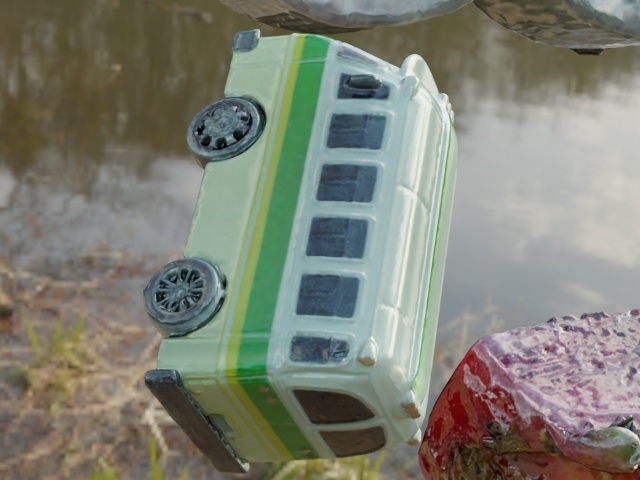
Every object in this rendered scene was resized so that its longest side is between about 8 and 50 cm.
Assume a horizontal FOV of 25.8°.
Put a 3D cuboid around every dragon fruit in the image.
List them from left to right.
[{"bbox_3d":[0.124,0.086,0.558,0.147,0.102,0.096,-8,36,-21],"label":"dragon fruit"}]

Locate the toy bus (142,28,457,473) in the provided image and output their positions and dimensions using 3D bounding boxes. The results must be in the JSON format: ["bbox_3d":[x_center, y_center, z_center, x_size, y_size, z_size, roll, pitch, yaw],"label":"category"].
[{"bbox_3d":[0.000,0.000,0.892,0.164,0.134,0.276,-2,56,20],"label":"toy bus"}]

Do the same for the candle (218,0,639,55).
[{"bbox_3d":[0.049,-0.134,0.380,0.192,0.169,0.068,-2,10,-19],"label":"candle"}]
